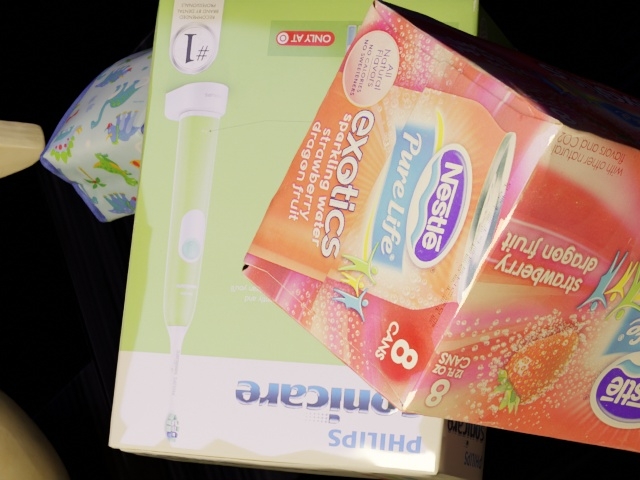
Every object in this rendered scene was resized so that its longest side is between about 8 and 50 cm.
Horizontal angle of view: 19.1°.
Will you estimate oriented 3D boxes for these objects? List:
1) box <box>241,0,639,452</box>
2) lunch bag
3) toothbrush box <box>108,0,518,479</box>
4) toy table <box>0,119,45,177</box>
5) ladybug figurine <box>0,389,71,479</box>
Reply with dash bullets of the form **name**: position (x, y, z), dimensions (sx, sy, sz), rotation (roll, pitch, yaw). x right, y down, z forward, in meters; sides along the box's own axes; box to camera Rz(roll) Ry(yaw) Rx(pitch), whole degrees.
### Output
- **box**: position (0.132, 0.008, 0.954), dimensions (0.142, 0.300, 0.154), rotation (41, 108, 43)
- **lunch bag**: position (-0.108, -0.095, 1.373), dimensions (0.129, 0.096, 0.151), rotation (-10, 44, 43)
- **toothbrush box**: position (0.000, 0.000, 1.166), dimensions (0.206, 0.122, 0.283), rotation (2, 79, 18)
- **toy table**: position (-0.365, -0.047, 1.534), dimensions (0.161, 0.252, 0.274), rotation (-50, 56, 46)
- **ladybug figurine**: position (-0.313, 0.303, 1.388), dimensions (0.449, 0.162, 0.305), rotation (-51, 17, 25)
